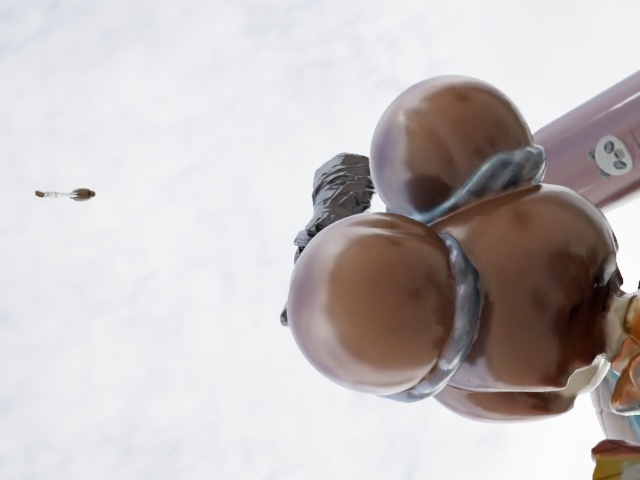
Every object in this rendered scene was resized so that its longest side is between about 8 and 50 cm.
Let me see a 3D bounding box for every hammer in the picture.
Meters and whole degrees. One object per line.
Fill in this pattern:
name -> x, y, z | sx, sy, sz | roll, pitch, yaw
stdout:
hammer -> -0.243, -0.043, 1.143 | 0.029, 0.123, 0.014 | -4, -88, 8

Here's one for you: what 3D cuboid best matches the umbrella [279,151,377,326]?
umbrella -> 0.007, 0.003, 1.219 | 0.071, 0.071, 0.248 | 37, -138, -19

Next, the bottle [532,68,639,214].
bottle -> 0.344, -0.107, 1.488 | 0.144, 0.336, 0.144 | 20, -123, -34

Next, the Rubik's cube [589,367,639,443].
Rubik's cube -> 0.465, 0.210, 1.540 | 0.254, 0.254, 0.255 | 5, -102, -28

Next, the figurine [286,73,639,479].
figurine -> 0.198, 0.045, 0.853 | 0.277, 0.387, 0.248 | -58, -39, -37
